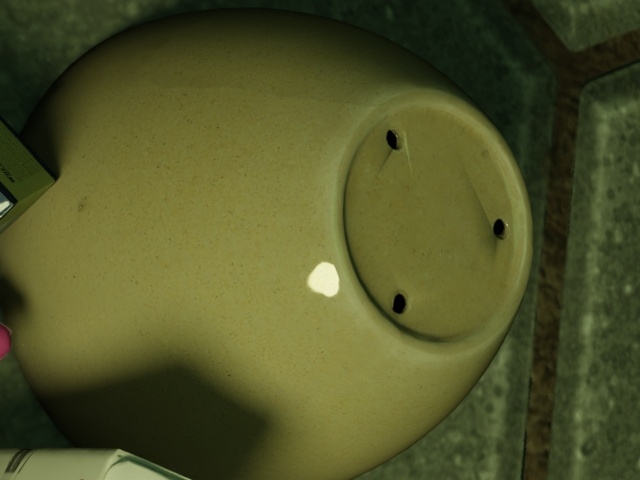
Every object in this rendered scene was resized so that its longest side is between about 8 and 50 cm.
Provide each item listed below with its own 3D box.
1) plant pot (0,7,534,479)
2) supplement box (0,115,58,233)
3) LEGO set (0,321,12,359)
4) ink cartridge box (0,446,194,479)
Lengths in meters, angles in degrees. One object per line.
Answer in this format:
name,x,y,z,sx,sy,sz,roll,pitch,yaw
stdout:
plant pot,0.000,0.000,0.770,0.284,0.191,0.284,6,79,-37
supplement box,-0.180,-0.035,0.684,0.056,0.083,0.083,-42,96,10
LEGO set,-0.231,0.133,0.627,0.132,0.107,0.287,30,67,-31
ink cartridge box,-0.126,0.169,0.649,0.082,0.191,0.139,30,67,-31
